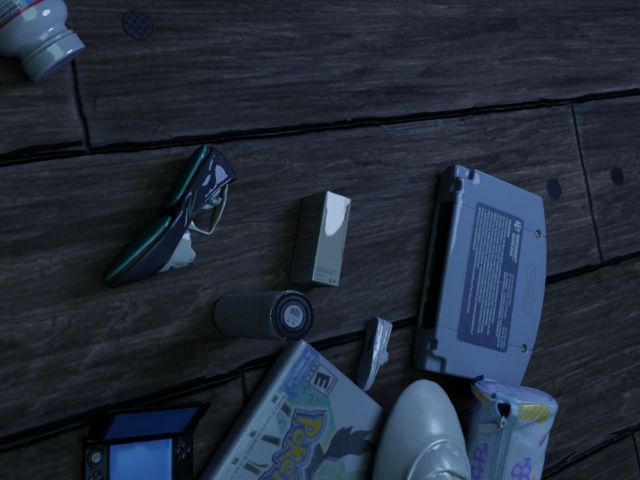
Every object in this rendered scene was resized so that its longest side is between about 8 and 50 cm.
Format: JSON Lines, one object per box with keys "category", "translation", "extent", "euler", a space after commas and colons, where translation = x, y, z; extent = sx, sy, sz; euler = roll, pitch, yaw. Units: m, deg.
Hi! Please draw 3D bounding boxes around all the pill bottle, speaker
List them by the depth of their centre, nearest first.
{"category": "pill bottle", "translation": [-0.315, -0.245, 0.725], "extent": [0.087, 0.087, 0.160], "euler": [-44, 108, -27]}
{"category": "speaker", "translation": [-0.068, 0.085, 0.812], "extent": [0.055, 0.136, 0.055], "euler": [4, 83, -35]}

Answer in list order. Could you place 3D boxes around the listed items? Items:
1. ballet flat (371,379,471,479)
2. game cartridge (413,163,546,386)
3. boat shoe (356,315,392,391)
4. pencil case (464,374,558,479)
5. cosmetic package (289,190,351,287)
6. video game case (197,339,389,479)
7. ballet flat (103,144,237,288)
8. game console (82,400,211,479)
{"category": "ballet flat", "translation": [0.120, 0.370, 0.856], "extent": [0.139, 0.139, 0.400], "euler": [25, 74, -27]}
{"category": "game cartridge", "translation": [0.242, 0.058, 1.049], "extent": [0.198, 0.062, 0.297], "euler": [19, 75, -32]}
{"category": "boat shoe", "translation": [0.075, 0.152, 0.950], "extent": [0.035, 0.035, 0.100], "euler": [23, 67, -24]}
{"category": "pencil case", "translation": [0.236, 0.322, 0.951], "extent": [0.113, 0.124, 0.273], "euler": [10, 95, 10]}
{"category": "cosmetic package", "translation": [0.000, 0.000, 0.906], "extent": [0.041, 0.060, 0.115], "euler": [16, 78, -30]}
{"category": "video game case", "translation": [-0.014, 0.338, 0.872], "extent": [0.300, 0.036, 0.329], "euler": [44, 65, -22]}
{"category": "ballet flat", "translation": [-0.158, -0.016, 0.809], "extent": [0.074, 0.074, 0.203], "euler": [41, 64, -21]}
{"category": "game console", "translation": [-0.184, 0.226, 0.765], "extent": [0.122, 0.071, 0.107], "euler": [2, 84, -30]}
